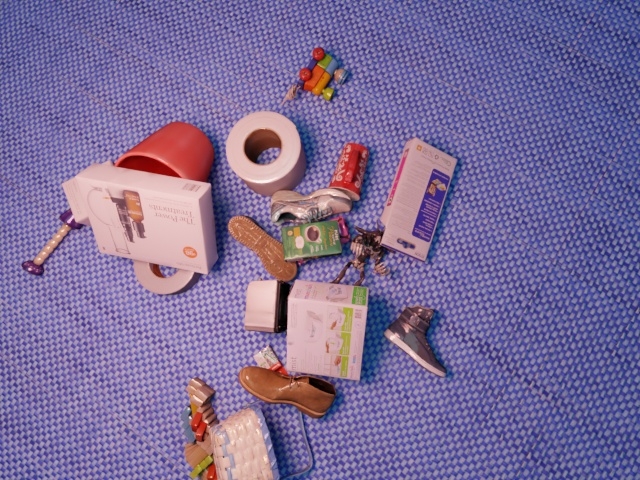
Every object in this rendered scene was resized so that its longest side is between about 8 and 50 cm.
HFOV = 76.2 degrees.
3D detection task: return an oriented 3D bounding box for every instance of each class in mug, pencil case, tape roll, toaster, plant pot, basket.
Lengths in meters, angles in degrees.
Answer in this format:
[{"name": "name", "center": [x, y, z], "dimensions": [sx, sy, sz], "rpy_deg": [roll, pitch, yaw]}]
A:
[{"name": "mug", "center": [0.109, -0.232, 1.358], "dimensions": [0.113, 0.150, 0.169], "rpy_deg": [23, 77, -26]}, {"name": "pencil case", "center": [0.000, 0.000, 1.352], "dimensions": [0.209, 0.095, 0.098], "rpy_deg": [-26, 61, -1]}, {"name": "tape roll", "center": [-0.176, -0.285, 1.373], "dimensions": [0.246, 0.169, 0.246], "rpy_deg": [-1, 81, 6]}, {"name": "tape roll", "center": [-0.516, 0.075, 1.394], "dimensions": [0.219, 0.072, 0.219], "rpy_deg": [-1, 81, 6]}, {"name": "toaster", "center": [-0.161, 0.215, 1.295], "dimensions": [0.110, 0.168, 0.186], "rpy_deg": [1, 80, 8]}, {"name": "plant pot", "center": [-0.480, -0.240, 1.330], "dimensions": [0.275, 0.275, 0.243], "rpy_deg": [12, 49, 7]}, {"name": "basket", "center": [-0.176, 0.606, 1.231], "dimensions": [0.289, 0.201, 0.255], "rpy_deg": [-8, 77, -25]}]

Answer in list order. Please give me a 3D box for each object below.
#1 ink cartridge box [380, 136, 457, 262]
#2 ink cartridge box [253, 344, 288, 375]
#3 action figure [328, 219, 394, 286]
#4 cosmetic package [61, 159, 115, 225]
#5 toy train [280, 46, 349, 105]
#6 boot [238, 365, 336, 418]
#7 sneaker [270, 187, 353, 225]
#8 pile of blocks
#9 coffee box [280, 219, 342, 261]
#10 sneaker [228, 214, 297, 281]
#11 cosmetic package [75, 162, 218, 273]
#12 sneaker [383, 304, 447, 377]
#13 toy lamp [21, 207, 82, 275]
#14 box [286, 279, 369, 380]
[{"name": "ink cartridge box", "center": [0.311, -0.129, 1.326], "dimensions": [0.175, 0.069, 0.371], "rpy_deg": [22, 80, -18]}, {"name": "ink cartridge box", "center": [-0.161, 0.408, 1.332], "dimensions": [0.063, 0.029, 0.115], "rpy_deg": [-34, 79, -1]}, {"name": "action figure", "center": [0.144, 0.061, 1.302], "dimensions": [0.164, 0.141, 0.276], "rpy_deg": [33, 86, -12]}, {"name": "cosmetic package", "center": [-0.741, -0.153, 1.409], "dimensions": [0.183, 0.151, 0.151], "rpy_deg": [-25, 80, 1]}, {"name": "toy train", "center": [-0.016, -0.538, 1.441], "dimensions": [0.143, 0.105, 0.248], "rpy_deg": [32, 85, -4]}, {"name": "boot", "center": [-0.094, 0.433, 1.235], "dimensions": [0.305, 0.112, 0.115], "rpy_deg": [24, 121, -13]}, {"name": "sneaker", "center": [-0.031, -0.091, 1.347], "dimensions": [0.283, 0.110, 0.122], "rpy_deg": [-2, 55, 14]}, {"name": "pile of blocks", "center": [-0.380, 0.621, 1.275], "dimensions": [0.149, 0.112, 0.362], "rpy_deg": [-20, 79, 2]}, {"name": "coffee box", "center": [-0.028, 0.003, 1.287], "dimensions": [0.184, 0.040, 0.113], "rpy_deg": [-9, 72, 3]}, {"name": "sneaker", "center": [-0.195, 0.017, 1.368], "dimensions": [0.099, 0.153, 0.282], "rpy_deg": [-46, 107, -5]}, {"name": "cosmetic package", "center": [-0.515, -0.062, 1.248], "dimensions": [0.377, 0.284, 0.097], "rpy_deg": [10, 40, 7]}, {"name": "sneaker", "center": [0.335, 0.304, 1.276], "dimensions": [0.226, 0.086, 0.163], "rpy_deg": [39, 89, 11]}, {"name": "toy lamp", "center": [-0.934, -0.005, 1.440], "dimensions": [0.080, 0.080, 0.275], "rpy_deg": [37, 85, 9]}, {"name": "box", "center": [0.019, 0.271, 1.233], "dimensions": [0.231, 0.127, 0.262], "rpy_deg": [5, 112, 7]}]
